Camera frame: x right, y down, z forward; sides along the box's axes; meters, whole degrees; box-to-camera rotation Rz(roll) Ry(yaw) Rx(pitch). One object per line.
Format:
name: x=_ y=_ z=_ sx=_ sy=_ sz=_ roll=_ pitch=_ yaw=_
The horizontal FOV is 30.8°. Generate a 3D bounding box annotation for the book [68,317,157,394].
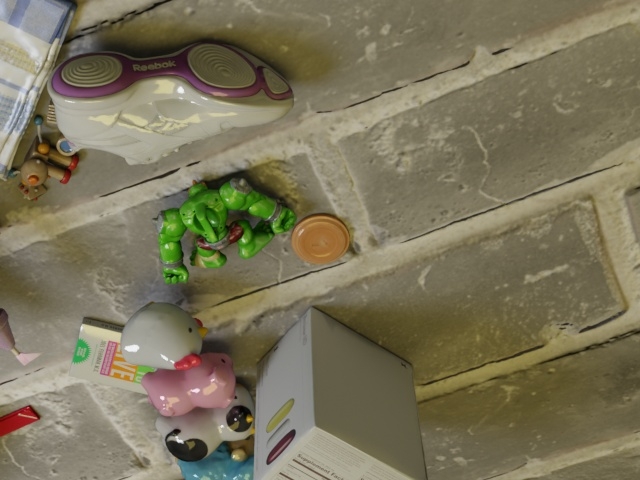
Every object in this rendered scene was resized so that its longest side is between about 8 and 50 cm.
book: x=-0.297 y=0.175 z=1.753 sx=0.144 sy=0.035 sz=0.096 roll=14 pitch=117 yaw=-11

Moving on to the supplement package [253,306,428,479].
supplement package: x=0.026 y=0.264 z=1.683 sx=0.204 sy=0.262 sz=0.145 roll=32 pitch=117 yaw=-21

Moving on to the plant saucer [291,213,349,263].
plant saucer: x=0.000 y=0.000 z=1.654 sx=0.083 sy=0.013 sz=0.083 roll=-1 pitch=124 yaw=-1

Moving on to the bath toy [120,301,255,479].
bath toy: x=-0.177 y=0.229 z=1.717 sx=0.151 sy=0.129 sz=0.348 roll=-42 pitch=137 yaw=-25

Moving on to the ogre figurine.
ogre figurine: x=-0.141 y=-0.020 z=1.588 sx=0.197 sy=0.097 sz=0.118 roll=-10 pitch=136 yaw=18

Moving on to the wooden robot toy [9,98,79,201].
wooden robot toy: x=-0.361 y=-0.101 z=1.533 sx=0.076 sy=0.079 sz=0.173 roll=24 pitch=120 yaw=-17

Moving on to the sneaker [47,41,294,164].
sneaker: x=-0.188 y=-0.170 z=1.487 sx=0.305 sy=0.114 sz=0.152 roll=-1 pitch=140 yaw=-7

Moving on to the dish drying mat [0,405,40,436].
dish drying mat: x=-0.484 y=0.286 z=1.832 sx=0.083 sy=0.008 sz=0.032 roll=-25 pitch=122 yaw=14

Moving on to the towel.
towel: x=-0.450 y=-0.225 z=1.474 sx=0.209 sy=0.034 sz=0.285 roll=24 pitch=118 yaw=-14

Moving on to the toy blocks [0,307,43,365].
toy blocks: x=-0.562 y=0.125 z=1.538 sx=0.288 sy=0.309 sz=0.260 roll=-26 pitch=115 yaw=15
